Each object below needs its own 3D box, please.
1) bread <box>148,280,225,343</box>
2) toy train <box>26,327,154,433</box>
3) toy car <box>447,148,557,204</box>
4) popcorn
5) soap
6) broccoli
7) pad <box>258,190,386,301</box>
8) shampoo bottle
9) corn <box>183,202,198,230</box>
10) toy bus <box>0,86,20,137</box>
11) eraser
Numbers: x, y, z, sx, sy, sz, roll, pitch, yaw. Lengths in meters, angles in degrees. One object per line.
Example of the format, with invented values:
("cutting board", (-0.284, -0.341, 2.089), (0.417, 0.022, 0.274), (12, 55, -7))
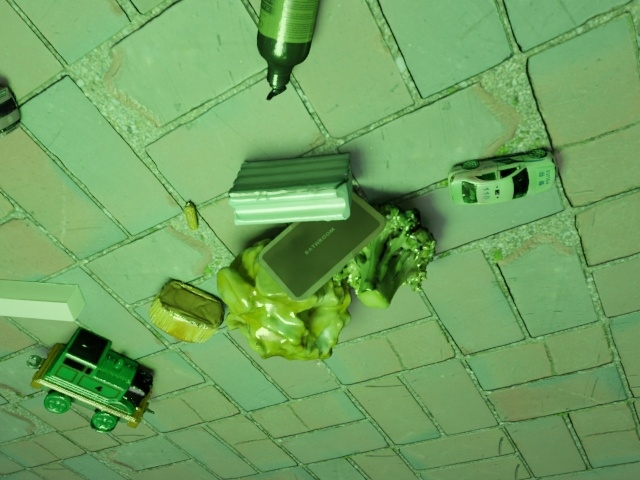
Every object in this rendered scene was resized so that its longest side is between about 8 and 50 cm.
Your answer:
("bread", (-0.370, 0.202, 1.387), (0.190, 0.132, 0.114), (31, 125, -14))
("toy train", (-0.706, 0.441, 1.605), (0.429, 0.178, 0.249), (31, 115, -18))
("toy car", (0.388, -0.126, 1.071), (0.224, 0.076, 0.090), (-8, 126, 13))
("popcorn", (-0.095, 0.145, 1.255), (0.293, 0.292, 0.334), (-22, 132, -34))
("soap", (-0.062, -0.109, 1.087), (0.261, 0.150, 0.094), (-4, 125, 10))
("broccoli", (0.132, 0.039, 1.126), (0.263, 0.243, 0.247), (26, 132, -5))
("pad", (0.000, 0.000, 1.097), (0.266, 0.176, 0.002), (-42, 146, -7))
("shampoo bottle", (-0.059, -0.390, 0.888), (0.101, 0.101, 0.284), (12, 130, -4))
("corn", (-0.318, -0.060, 1.235), (0.027, 0.028, 0.083), (-1, 133, 0))
("toy bus", (-0.748, -0.288, 1.054), (0.198, 0.096, 0.108), (16, 125, -3))
("eraser", (-0.847, 0.170, 1.450), (0.298, 0.076, 0.078), (4, 130, 3))
